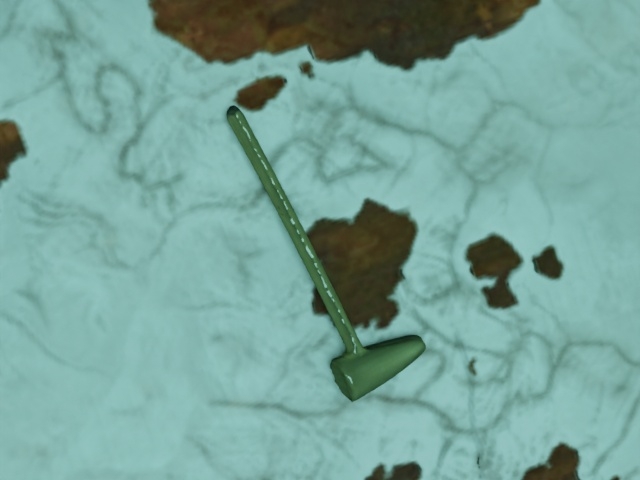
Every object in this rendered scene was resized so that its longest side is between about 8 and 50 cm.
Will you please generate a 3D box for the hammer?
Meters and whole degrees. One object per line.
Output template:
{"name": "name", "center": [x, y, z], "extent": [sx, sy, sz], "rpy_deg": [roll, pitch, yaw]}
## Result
{"name": "hammer", "center": [0.000, 0.000, 1.147], "extent": [0.060, 0.028, 0.195], "rpy_deg": [-30, 101, -15]}
